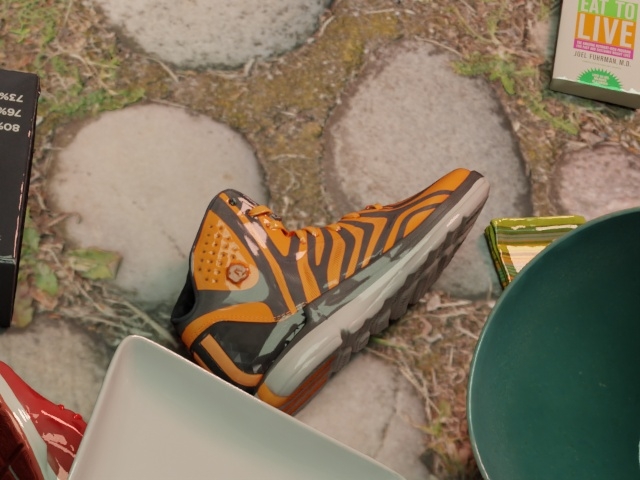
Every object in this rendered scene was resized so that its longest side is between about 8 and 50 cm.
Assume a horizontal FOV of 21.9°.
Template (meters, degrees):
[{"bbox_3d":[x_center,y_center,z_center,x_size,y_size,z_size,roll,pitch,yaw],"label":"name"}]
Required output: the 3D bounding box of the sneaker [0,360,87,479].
[{"bbox_3d":[-0.183,0.173,1.323,0.128,0.087,0.221,-27,77,-37],"label":"sneaker"}]

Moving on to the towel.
[{"bbox_3d":[0.230,0.077,1.509,0.102,0.021,0.237,-6,58,-16],"label":"towel"}]

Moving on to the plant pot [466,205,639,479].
[{"bbox_3d":[0.291,0.142,1.338,0.290,0.195,0.290,-15,59,27],"label":"plant pot"}]

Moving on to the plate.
[{"bbox_3d":[-0.082,0.249,1.257,0.278,0.045,0.277,30,56,-17],"label":"plate"}]

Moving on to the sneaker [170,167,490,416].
[{"bbox_3d":[0.000,0.000,1.446,0.180,0.124,0.321,41,57,15],"label":"sneaker"}]

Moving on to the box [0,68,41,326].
[{"bbox_3d":[-0.326,-0.043,1.411,0.153,0.108,0.207,7,55,-8],"label":"box"}]

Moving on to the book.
[{"bbox_3d":[0.292,-0.206,1.717,0.096,0.035,0.144,12,55,0],"label":"book"}]
